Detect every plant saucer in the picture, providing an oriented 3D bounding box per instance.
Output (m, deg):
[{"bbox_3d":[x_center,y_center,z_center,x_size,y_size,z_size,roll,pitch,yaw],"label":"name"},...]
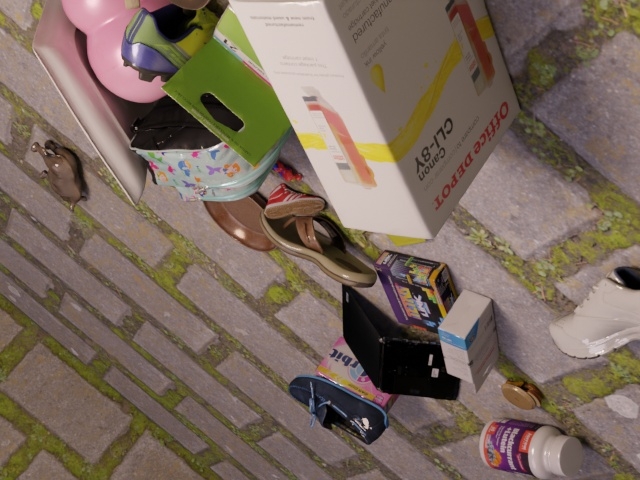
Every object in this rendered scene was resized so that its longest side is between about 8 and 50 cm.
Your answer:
[{"bbox_3d":[-0.159,-0.058,2.142,0.198,0.036,0.198,28,150,18],"label":"plant saucer"}]

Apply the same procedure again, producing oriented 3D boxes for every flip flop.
[{"bbox_3d":[0.000,0.000,1.980,0.277,0.112,0.080,33,118,32],"label":"flip flop"}]

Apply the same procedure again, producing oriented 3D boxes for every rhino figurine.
[{"bbox_3d":[-0.627,-0.148,2.515,0.106,0.073,0.243,32,152,18],"label":"rhino figurine"}]

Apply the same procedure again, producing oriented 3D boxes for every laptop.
[{"bbox_3d":[0.169,0.217,2.186,0.264,0.136,0.234,5,145,6],"label":"laptop"}]

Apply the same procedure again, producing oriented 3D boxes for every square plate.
[{"bbox_3d":[-0.385,-0.289,1.847,0.049,0.347,0.344,-20,127,10],"label":"square plate"}]

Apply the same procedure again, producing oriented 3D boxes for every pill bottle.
[{"bbox_3d":[0.427,0.423,2.086,0.193,0.108,0.108,0,133,49],"label":"pill bottle"}]

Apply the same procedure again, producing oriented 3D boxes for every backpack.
[{"bbox_3d":[-0.171,-0.182,1.785,0.253,0.225,0.191,-4,135,38],"label":"backpack"}]

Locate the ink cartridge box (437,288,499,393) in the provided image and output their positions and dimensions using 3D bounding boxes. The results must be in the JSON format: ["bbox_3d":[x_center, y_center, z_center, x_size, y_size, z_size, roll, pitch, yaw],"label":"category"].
[{"bbox_3d":[0.279,0.191,1.925,0.060,0.104,0.180,20,146,31],"label":"ink cartridge box"}]

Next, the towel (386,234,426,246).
[{"bbox_3d":[0.092,-0.081,1.842,0.237,0.021,0.102,47,156,-17],"label":"towel"}]

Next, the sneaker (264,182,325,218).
[{"bbox_3d":[-0.048,-0.081,1.987,0.118,0.067,0.042,-7,133,13],"label":"sneaker"}]

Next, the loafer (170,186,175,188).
[{"bbox_3d":[-0.280,-0.161,2.072,0.102,0.092,0.268,43,151,-7],"label":"loafer"}]

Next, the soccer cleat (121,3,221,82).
[{"bbox_3d":[-0.181,-0.315,1.589,0.093,0.289,0.121,39,123,25],"label":"soccer cleat"}]

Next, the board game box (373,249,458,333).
[{"bbox_3d":[0.191,0.103,1.959,0.141,0.048,0.170,12,142,38],"label":"board game box"}]

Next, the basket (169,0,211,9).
[{"bbox_3d":[-0.129,-0.426,1.376,0.154,0.227,0.204,39,151,-2],"label":"basket"}]

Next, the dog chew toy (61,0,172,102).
[{"bbox_3d":[-0.328,-0.395,1.693,0.206,0.206,0.332,-8,120,53],"label":"dog chew toy"}]

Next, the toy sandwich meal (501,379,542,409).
[{"bbox_3d":[0.396,0.302,2.033,0.085,0.029,0.085,32,155,17],"label":"toy sandwich meal"}]

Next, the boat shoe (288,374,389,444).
[{"bbox_3d":[0.024,0.368,2.264,0.258,0.089,0.109,14,143,38],"label":"boat shoe"}]

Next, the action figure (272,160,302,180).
[{"bbox_3d":[-0.087,-0.141,1.948,0.115,0.030,0.038,28,156,10],"label":"action figure"}]

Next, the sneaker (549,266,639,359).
[{"bbox_3d":[0.467,0.103,1.613,0.297,0.111,0.129,-25,98,55],"label":"sneaker"}]

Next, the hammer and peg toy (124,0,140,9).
[{"bbox_3d":[-0.288,-0.535,1.408,0.361,0.127,0.266,94,164,-56],"label":"hammer and peg toy"}]

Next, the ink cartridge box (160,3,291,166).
[{"bbox_3d":[-0.078,-0.263,1.521,0.189,0.255,0.097,41,151,-5],"label":"ink cartridge box"}]

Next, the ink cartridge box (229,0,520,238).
[{"bbox_3d":[0.091,-0.233,1.349,0.160,0.279,0.384,11,142,40],"label":"ink cartridge box"}]

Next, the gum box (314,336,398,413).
[{"bbox_3d":[0.086,0.306,2.310,0.188,0.107,0.062,27,150,21],"label":"gum box"}]
